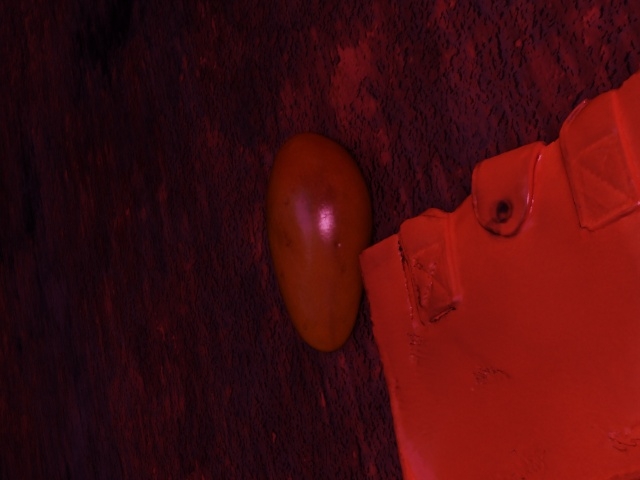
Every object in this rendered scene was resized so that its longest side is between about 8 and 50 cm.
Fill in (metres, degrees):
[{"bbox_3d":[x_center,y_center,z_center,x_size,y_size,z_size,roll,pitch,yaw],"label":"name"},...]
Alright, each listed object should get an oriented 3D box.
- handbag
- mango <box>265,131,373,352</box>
[{"bbox_3d":[0.203,0.062,0.784,0.410,0.116,0.304,-36,61,48],"label":"handbag"},{"bbox_3d":[0.000,0.000,1.076,0.138,0.113,0.253,-12,82,55],"label":"mango"}]
